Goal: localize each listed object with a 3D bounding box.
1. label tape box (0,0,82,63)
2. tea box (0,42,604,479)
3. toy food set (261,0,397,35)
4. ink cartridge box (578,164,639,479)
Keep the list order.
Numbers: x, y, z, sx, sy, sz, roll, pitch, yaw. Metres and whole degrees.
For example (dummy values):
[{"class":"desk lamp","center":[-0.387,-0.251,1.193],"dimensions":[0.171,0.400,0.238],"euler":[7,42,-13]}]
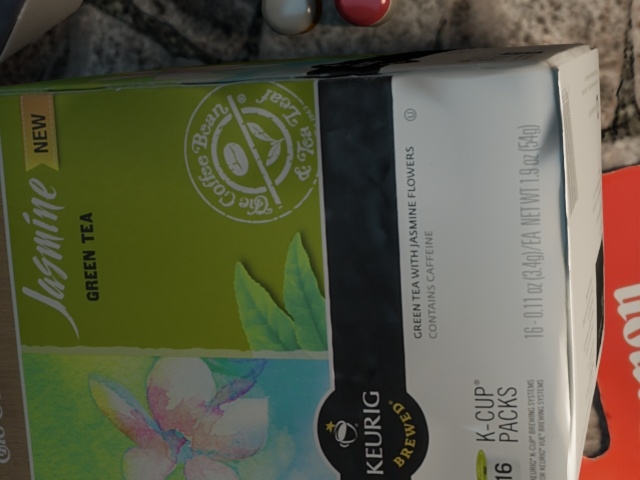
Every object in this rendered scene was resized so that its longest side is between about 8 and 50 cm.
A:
[{"class":"label tape box","center":[-0.266,-0.279,0.844],"dimensions":[0.249,0.115,0.347],"euler":[32,107,3]},{"class":"tea box","center":[0.000,0.000,0.721],"dimensions":[0.324,0.329,0.220],"euler":[-2,99,16]},{"class":"toy food set","center":[0.035,-0.235,0.803],"dimensions":[0.111,0.104,0.232],"euler":[30,103,3]},{"class":"ink cartridge box","center":[0.326,0.078,0.819],"dimensions":[0.385,0.091,0.308],"euler":[-14,97,10]}]
